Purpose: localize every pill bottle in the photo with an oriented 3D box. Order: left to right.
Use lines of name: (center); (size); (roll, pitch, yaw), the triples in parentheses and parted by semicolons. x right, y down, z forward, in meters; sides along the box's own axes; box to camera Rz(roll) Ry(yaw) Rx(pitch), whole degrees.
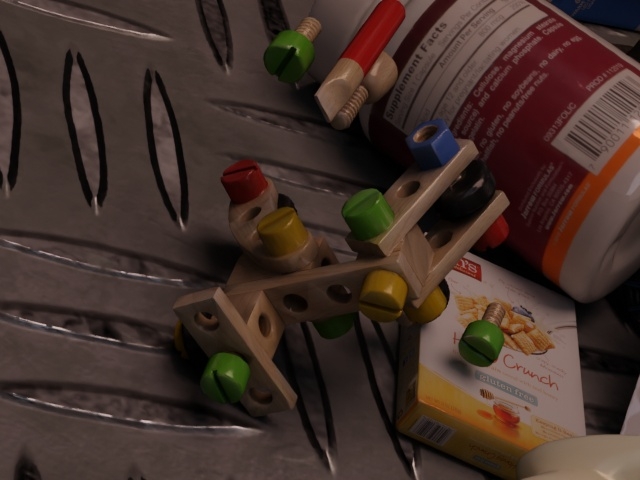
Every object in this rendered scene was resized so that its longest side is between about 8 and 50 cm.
pill bottle: (0.181, -0.136, 1.432); (0.392, 0.224, 0.224); (40, 35, 22)

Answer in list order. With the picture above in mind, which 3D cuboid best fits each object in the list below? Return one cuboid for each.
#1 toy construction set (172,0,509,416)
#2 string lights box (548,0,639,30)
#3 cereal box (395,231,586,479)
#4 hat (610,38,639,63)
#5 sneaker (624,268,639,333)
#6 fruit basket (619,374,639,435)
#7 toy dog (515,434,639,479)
toy construction set: (0.000, 0.000, 1.096); (0.257, 0.309, 0.237); (13, 43, 19)
string lights box: (0.366, -0.377, 2.006); (0.260, 0.077, 0.133); (3, 47, -36)
cereal box: (0.155, 0.109, 1.287); (0.173, 0.047, 0.240); (24, 36, -13)
hat: (0.502, -0.245, 1.833); (0.331, 0.134, 0.331); (21, 18, -7)
sneaker: (0.395, 0.095, 1.479); (0.211, 0.080, 0.081); (55, 33, 12)
fruit basket: (0.464, 0.113, 1.337); (0.327, 0.165, 0.353); (23, 75, -14)
toy dog: (0.115, 0.328, 0.805); (0.395, 0.284, 0.408); (13, 38, -6)
